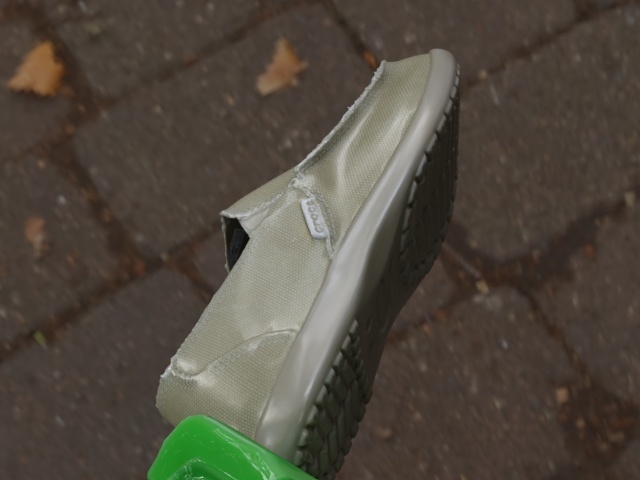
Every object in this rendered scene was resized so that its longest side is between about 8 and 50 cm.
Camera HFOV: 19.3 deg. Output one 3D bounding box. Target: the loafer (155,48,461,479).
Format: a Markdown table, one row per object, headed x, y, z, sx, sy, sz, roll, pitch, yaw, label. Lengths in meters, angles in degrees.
| x | y | z | sx | sy | sz | roll | pitch | yaw | label |
| --- | --- | --- | --- | --- | --- | --- | --- | --- | --- |
| 0.000 | 0.000 | 0.905 | 0.092 | 0.102 | 0.268 | 14 | 48 | 15 | loafer |

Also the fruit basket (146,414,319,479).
| x | y | z | sx | sy | sz | roll | pitch | yaw | label |
| --- | --- | --- | --- | --- | --- | --- | --- | --- | --- |
| 0.083 | 0.258 | 0.722 | 0.392 | 0.392 | 0.283 | 31 | 73 | 30 | fruit basket |
